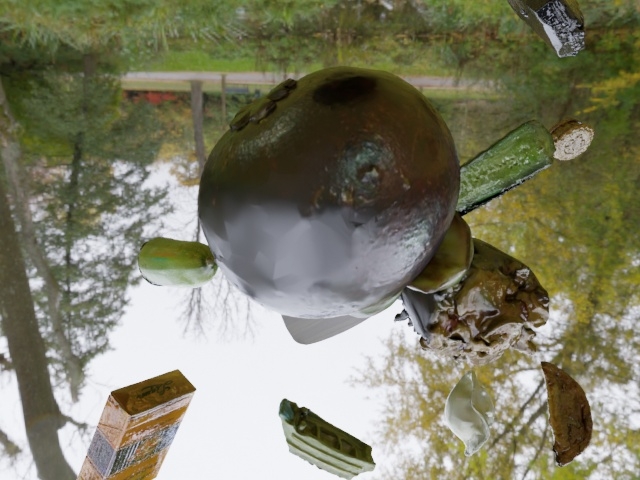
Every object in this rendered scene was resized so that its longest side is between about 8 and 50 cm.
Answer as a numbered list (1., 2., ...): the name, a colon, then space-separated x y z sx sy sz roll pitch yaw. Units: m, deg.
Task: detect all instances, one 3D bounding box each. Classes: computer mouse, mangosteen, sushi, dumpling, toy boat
1. computer mouse: 0.359 -0.384 0.816 0.122 0.073 0.217 31 -147 -38
2. mangosteen: 0.019 -0.044 0.616 0.330 0.330 0.330 2 -166 0
3. sushi: 0.250 0.108 0.867 0.213 0.200 0.204 -17 -147 -22
4. dumpling: 0.325 0.378 1.093 0.100 0.169 0.134 24 -169 -8
5. toy boat: 0.002 0.494 1.251 0.276 0.084 0.111 32 -169 -8

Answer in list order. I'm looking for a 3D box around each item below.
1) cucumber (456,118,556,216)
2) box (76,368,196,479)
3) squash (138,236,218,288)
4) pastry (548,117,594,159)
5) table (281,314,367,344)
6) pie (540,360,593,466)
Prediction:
1. cucumber: 0.273 -0.107 0.797 0.062 0.078 0.211 -22 172 -37
2. box: -0.337 0.363 0.932 0.070 0.237 0.152 33 -160 26
3. squash: -0.242 0.040 0.882 0.095 0.095 0.188 -10 -173 -38
4. pastry: 0.564 -0.232 1.165 0.097 0.109 0.057 40 -159 -44
5. table: 0.000 0.000 1.088 0.317 0.317 0.249 -4 -144 -21
6. pie: 0.469 0.328 0.964 0.088 0.191 0.033 4 153 -2
